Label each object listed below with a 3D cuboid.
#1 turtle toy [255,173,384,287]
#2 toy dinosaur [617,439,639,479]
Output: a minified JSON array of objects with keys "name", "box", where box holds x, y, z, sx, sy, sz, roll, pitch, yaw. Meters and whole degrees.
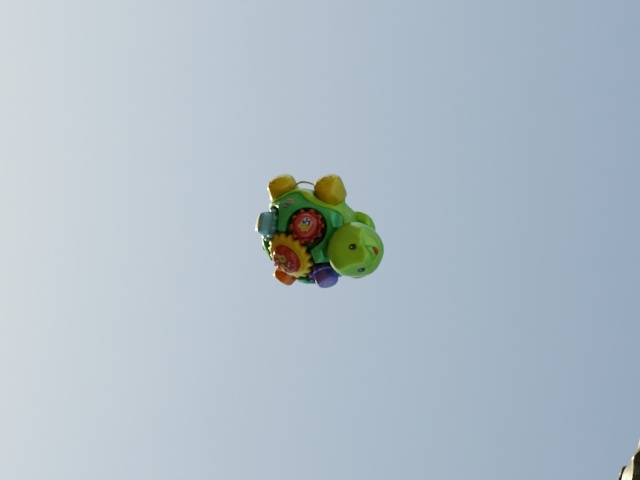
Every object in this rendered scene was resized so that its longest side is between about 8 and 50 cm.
[{"name":"turtle toy","box":[0.000,0.000,1.356,0.130,0.095,0.066,2,-146,40]},{"name":"toy dinosaur","box":[0.206,0.095,0.925,0.064,0.118,0.268,33,-49,24]}]
